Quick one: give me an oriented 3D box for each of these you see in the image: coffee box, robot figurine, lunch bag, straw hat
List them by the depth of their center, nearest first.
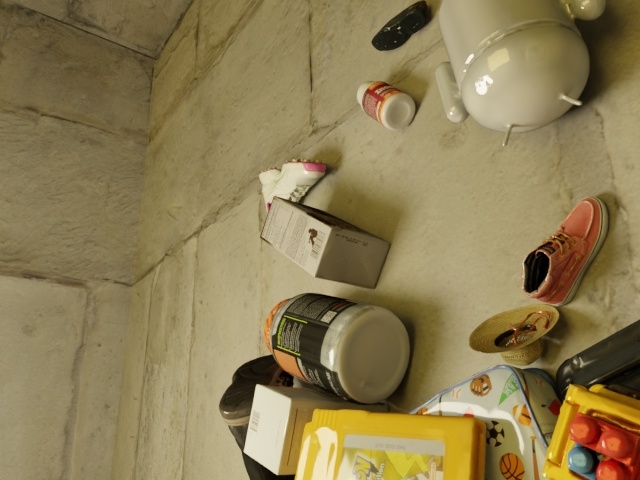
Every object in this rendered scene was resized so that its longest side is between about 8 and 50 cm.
[{"bbox_3d":[0.252,0.348,0.845,0.303,0.115,0.243,-46,46,36],"label":"lunch bag"},{"bbox_3d":[0.312,0.162,0.860,0.144,0.144,0.061,-13,108,54],"label":"straw hat"},{"bbox_3d":[0.318,-0.327,0.917,0.300,0.200,0.353,-39,48,44],"label":"robot figurine"},{"bbox_3d":[0.000,0.000,1.294,0.297,0.168,0.119,31,104,56],"label":"coffee box"}]

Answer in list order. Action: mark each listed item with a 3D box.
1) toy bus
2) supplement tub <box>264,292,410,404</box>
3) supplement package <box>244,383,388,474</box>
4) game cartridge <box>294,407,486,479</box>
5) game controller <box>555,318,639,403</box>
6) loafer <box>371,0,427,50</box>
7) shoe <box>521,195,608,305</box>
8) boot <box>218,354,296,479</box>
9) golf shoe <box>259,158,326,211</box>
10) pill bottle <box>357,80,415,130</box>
[{"bbox_3d":[0.349,0.236,0.567,0.220,0.211,0.149,16,82,45],"label":"toy bus"},{"bbox_3d":[0.019,0.214,1.162,0.316,0.193,0.193,5,82,56],"label":"supplement tub"},{"bbox_3d":[-0.005,0.374,1.089,0.134,0.244,0.139,0,77,55],"label":"supplement package"},{"bbox_3d":[0.083,0.403,0.820,0.324,0.053,0.285,-11,57,38],"label":"game cartridge"},{"bbox_3d":[0.450,0.168,0.680,0.319,0.067,0.166,-47,57,37],"label":"game controller"},{"bbox_3d":[0.192,-0.511,1.312,0.170,0.062,0.061,-14,44,50],"label":"loafer"},{"bbox_3d":[0.366,0.012,0.826,0.063,0.081,0.178,32,105,55],"label":"shoe"},{"bbox_3d":[-0.107,0.433,1.273,0.377,0.138,0.284,-52,-54,-82],"label":"boot"},{"bbox_3d":[-0.074,-0.148,1.530,0.306,0.115,0.140,-7,83,61],"label":"golf shoe"},{"bbox_3d":[0.146,-0.319,1.271,0.086,0.086,0.152,-63,36,18],"label":"pill bottle"}]
